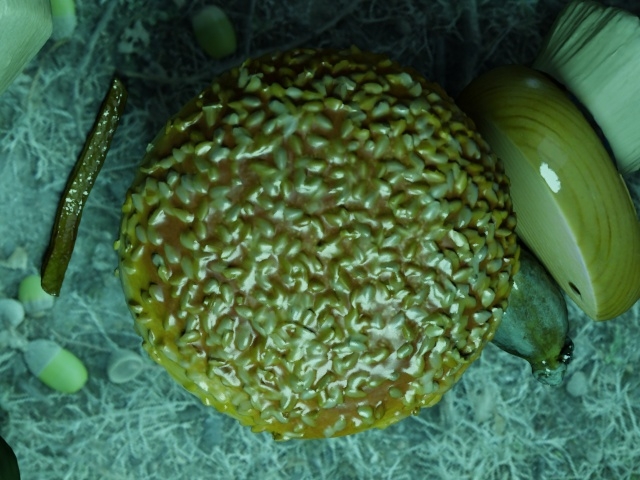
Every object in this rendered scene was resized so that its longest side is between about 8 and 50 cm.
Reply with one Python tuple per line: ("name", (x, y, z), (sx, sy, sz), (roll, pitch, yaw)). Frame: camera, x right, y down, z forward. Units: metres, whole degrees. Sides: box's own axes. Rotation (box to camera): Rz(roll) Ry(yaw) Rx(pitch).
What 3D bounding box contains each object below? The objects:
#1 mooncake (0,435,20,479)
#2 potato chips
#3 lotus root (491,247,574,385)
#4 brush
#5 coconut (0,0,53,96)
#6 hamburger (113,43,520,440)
("mooncake", (-0.437, 0.239, 1.252), (0.356, 0.194, 0.356), (0, 92, 1))
("potato chips", (-0.215, -0.049, 1.336), (0.026, 0.037, 0.204), (21, 88, -20))
("lotus root", (0.184, 0.063, 1.384), (0.088, 0.088, 0.165), (-41, 107, -2))
("brush", (0.248, -0.068, 1.340), (0.166, 0.174, 0.267), (-35, 110, -12))
("coconut", (-0.335, -0.201, 1.197), (0.237, 0.237, 0.266), (-4, 97, -8))
("hamburger", (0.000, 0.000, 1.237), (0.330, 0.250, 0.330), (0, 93, 7))
